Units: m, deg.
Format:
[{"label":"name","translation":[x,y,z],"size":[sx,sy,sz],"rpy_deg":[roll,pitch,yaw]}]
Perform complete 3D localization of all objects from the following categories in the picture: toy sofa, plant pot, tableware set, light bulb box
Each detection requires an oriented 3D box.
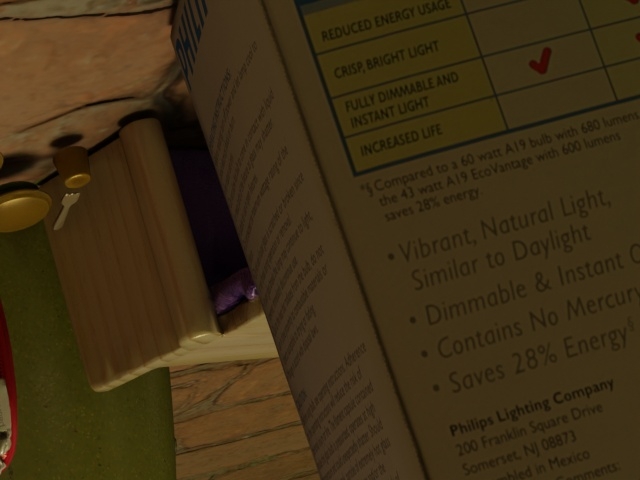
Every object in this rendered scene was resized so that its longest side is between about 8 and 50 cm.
[{"label":"toy sofa","translation":[0.000,0.000,1.279],"size":[0.177,0.150,0.362],"rpy_deg":[-27,164,36]},{"label":"plant pot","translation":[-0.213,0.156,1.299],"size":[0.274,0.294,0.275],"rpy_deg":[-17,165,-5]},{"label":"tableware set","translation":[-0.214,-0.036,1.122],"size":[0.154,0.024,0.104],"rpy_deg":[-5,152,-29]},{"label":"light bulb box","translation":[0.148,-0.030,0.938],"size":[0.358,0.361,0.225],"rpy_deg":[-15,167,-15]}]

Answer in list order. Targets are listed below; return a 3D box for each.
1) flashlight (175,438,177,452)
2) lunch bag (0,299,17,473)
[{"label":"flashlight","translation":[-0.296,0.217,1.787],"size":[0.304,0.103,0.103],"rpy_deg":[-19,-160,-21]},{"label":"lunch bag","translation":[-0.274,0.077,0.997],"size":[0.120,0.258,0.293],"rpy_deg":[-5,161,-37]}]
